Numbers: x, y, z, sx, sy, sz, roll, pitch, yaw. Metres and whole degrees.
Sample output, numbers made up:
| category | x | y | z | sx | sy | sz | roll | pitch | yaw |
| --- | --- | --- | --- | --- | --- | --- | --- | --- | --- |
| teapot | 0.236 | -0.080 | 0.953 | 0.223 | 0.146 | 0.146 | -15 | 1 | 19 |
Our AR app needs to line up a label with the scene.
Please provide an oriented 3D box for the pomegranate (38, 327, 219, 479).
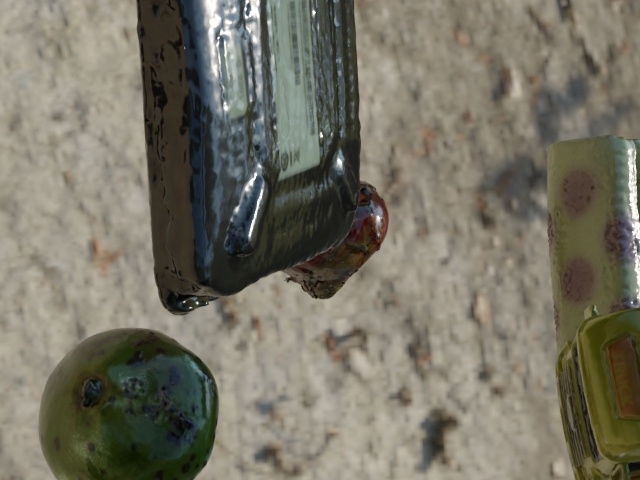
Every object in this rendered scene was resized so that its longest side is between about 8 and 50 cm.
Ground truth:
| category | x | y | z | sx | sy | sz | roll | pitch | yaw |
| --- | --- | --- | --- | --- | --- | --- | --- | --- | --- |
| pomegranate | -0.211 | 0.212 | 1.782 | 0.263 | 0.211 | 0.211 | 58 | 37 | -59 |

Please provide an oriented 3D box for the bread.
| category | x | y | z | sx | sy | sz | roll | pitch | yaw |
| --- | --- | --- | --- | --- | --- | --- | --- | --- | --- |
| bread | 0.364 | 0.046 | 1.862 | 0.187 | 0.155 | 0.338 | 5 | 79 | -36 |

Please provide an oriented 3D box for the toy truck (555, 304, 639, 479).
| category | x | y | z | sx | sy | sz | roll | pitch | yaw |
| --- | --- | --- | --- | --- | --- | --- | --- | --- | --- |
| toy truck | 0.436 | 0.131 | 1.474 | 0.254 | 0.405 | 0.181 | 77 | 5 | -66 |

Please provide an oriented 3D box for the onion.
| category | x | y | z | sx | sy | sz | roll | pitch | yaw |
| --- | --- | --- | --- | --- | --- | --- | --- | --- | --- |
| onion | 0.000 | 0.000 | 1.982 | 0.184 | 0.184 | 0.147 | -25 | 116 | -52 |

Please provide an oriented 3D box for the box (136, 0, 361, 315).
| category | x | y | z | sx | sy | sz | roll | pitch | yaw |
| --- | --- | --- | --- | --- | --- | --- | --- | --- | --- |
| box | -0.057 | -0.137 | 1.344 | 0.350 | 0.091 | 0.359 | -29 | 118 | -67 |
